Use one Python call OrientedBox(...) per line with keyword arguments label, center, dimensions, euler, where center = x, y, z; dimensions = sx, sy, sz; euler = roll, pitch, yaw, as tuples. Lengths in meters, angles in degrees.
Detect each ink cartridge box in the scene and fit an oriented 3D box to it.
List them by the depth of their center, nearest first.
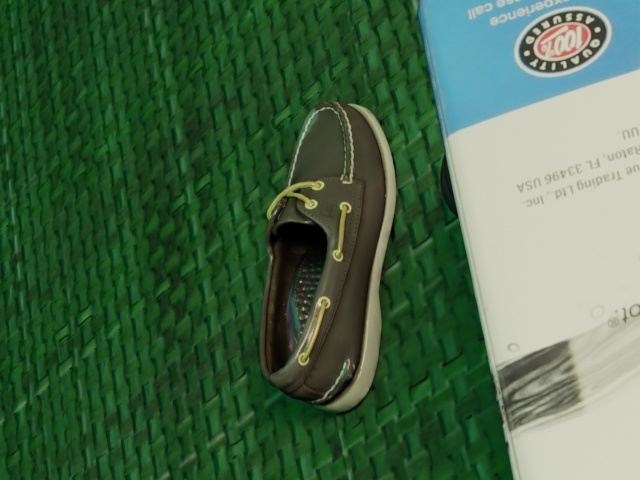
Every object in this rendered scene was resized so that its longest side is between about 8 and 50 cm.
OrientedBox(label="ink cartridge box", center=(0.226, 0.042, 0.776), dimensions=(0.285, 0.166, 0.395), euler=(-16, 57, 12))

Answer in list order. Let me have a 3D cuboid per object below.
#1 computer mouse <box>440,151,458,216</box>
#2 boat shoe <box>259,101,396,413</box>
OrientedBox(label="computer mouse", center=(0.197, -0.042, 1.011), dimensions=(0.262, 0.060, 0.184), euler=(-27, 49, 23))
OrientedBox(label="boat shoe", center=(0.000, 0.000, 1.196), dimensions=(0.081, 0.068, 0.228), euler=(-20, 58, 41))
